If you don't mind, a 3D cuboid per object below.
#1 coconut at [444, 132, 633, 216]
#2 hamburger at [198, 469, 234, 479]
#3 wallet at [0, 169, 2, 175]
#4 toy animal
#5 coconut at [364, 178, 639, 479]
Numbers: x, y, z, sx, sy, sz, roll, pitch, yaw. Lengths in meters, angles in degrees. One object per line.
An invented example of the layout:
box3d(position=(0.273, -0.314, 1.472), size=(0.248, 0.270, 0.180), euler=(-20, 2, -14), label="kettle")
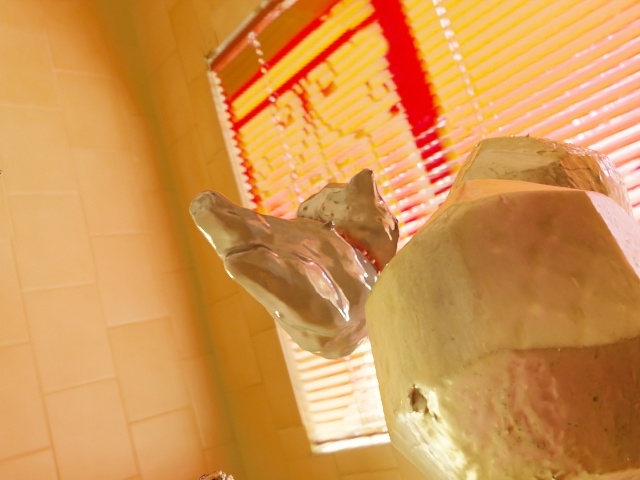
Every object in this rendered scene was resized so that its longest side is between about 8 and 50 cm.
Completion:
box3d(position=(0.324, -0.008, 0.948), size=(0.297, 0.297, 0.255), euler=(-5, 11, -44), label="coconut")
box3d(position=(-0.227, 0.551, 1.369), size=(0.102, 0.087, 0.176), euler=(-32, -5, 19), label="hamburger")
box3d(position=(-0.631, -0.148, 0.901), size=(0.310, 0.042, 0.165), euler=(26, 6, -10), label="wallet")
box3d(position=(0.000, 0.000, 0.671), size=(0.188, 0.266, 0.307), euler=(-29, -45, 2), label="toy animal")
box3d(position=(0.130, 0.062, 0.442), size=(0.198, 0.236, 0.237), euler=(-5, -14, -12), label="coconut")
